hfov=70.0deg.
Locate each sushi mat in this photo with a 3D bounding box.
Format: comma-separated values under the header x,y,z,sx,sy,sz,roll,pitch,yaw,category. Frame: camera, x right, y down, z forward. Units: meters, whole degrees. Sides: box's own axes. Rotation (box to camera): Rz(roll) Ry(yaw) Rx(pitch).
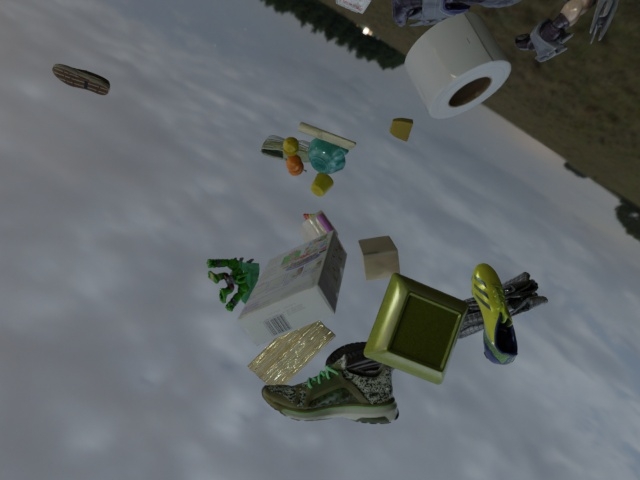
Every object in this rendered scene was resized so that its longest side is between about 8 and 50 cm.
x,y,z,sx,sy,sz,roll,pitch,yaw,category
-0.104,0.395,1.627,0.151,0.316,0.019,43,-172,-9,sushi mat

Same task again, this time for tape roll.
x,y,z,sx,sy,sz,roll,pitch,yaw,category
0.383,-0.484,1.290,0.246,0.246,0.169,-3,-114,-53,tape roll

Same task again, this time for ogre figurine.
x,y,z,sx,sy,sz,roll,pitch,yaw,category
-0.327,0.147,1.661,0.118,0.097,0.197,-24,-106,-36,ogre figurine

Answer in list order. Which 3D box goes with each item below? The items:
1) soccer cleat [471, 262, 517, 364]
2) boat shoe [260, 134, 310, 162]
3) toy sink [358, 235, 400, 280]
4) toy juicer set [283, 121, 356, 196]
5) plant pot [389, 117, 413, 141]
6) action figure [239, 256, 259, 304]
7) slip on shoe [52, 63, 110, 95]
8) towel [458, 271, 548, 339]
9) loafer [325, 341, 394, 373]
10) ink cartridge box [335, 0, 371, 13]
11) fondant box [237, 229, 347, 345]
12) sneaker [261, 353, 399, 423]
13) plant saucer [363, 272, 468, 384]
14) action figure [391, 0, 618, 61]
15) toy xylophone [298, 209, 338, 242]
x,y,z,sx,sy,sz,roll,pitch,yaw,category
0.488,0.193,1.259,0.093,0.121,0.289,1,-113,-8,soccer cleat
-0.131,-0.389,2.041,0.302,0.109,0.094,17,-119,27,boat shoe
0.259,0.080,2.051,0.153,0.131,0.234,-8,-164,0,toy sink
-0.013,-0.289,1.462,0.209,0.329,0.089,35,-118,0,toy juicer set
0.332,-0.468,1.900,0.083,0.081,0.081,16,-152,2,plant pot
-0.294,0.184,1.862,0.137,0.232,0.063,8,-155,24,action figure
-0.615,-0.422,1.182,0.135,0.051,0.041,14,-128,-26,slip on shoe
0.562,0.211,1.485,0.235,0.283,0.121,0,-118,-51,towel
0.195,0.418,1.564,0.366,0.130,0.134,-8,-170,-18,loafer
0.113,-0.769,1.375,0.092,0.143,0.090,12,-122,-27,ink cartridge box
-0.062,0.117,1.247,0.096,0.238,0.330,59,-160,-18,fondant box
0.033,0.422,1.354,0.410,0.182,0.158,4,-179,-5,sneaker
0.209,0.186,0.948,0.188,0.188,0.045,23,173,-9,plant saucer
0.232,-0.311,0.531,0.285,0.185,0.099,10,175,25,action figure
0.000,0.000,1.782,0.236,0.081,0.322,57,170,-6,toy xylophone
